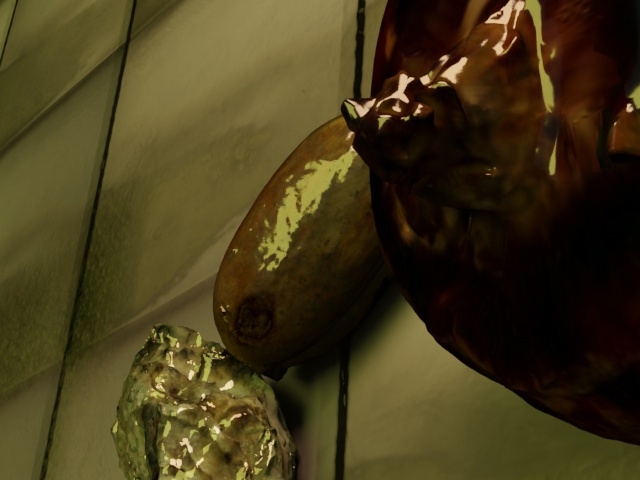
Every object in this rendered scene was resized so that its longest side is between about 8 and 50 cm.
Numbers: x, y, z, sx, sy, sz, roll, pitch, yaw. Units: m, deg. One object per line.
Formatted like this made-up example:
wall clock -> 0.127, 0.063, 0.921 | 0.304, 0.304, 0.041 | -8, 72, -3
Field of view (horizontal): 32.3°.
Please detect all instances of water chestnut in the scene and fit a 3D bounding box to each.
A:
water chestnut -> 0.145, -0.065, 0.554 | 0.350, 0.302, 0.350 | 1, 91, 61

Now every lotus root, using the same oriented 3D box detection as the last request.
lotus root -> 0.000, 0.000, 0.882 | 0.241, 0.124, 0.123 | -53, 56, 14

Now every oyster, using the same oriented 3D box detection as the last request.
oyster -> -0.105, 0.195, 0.899 | 0.198, 0.112, 0.268 | -58, 41, 17
